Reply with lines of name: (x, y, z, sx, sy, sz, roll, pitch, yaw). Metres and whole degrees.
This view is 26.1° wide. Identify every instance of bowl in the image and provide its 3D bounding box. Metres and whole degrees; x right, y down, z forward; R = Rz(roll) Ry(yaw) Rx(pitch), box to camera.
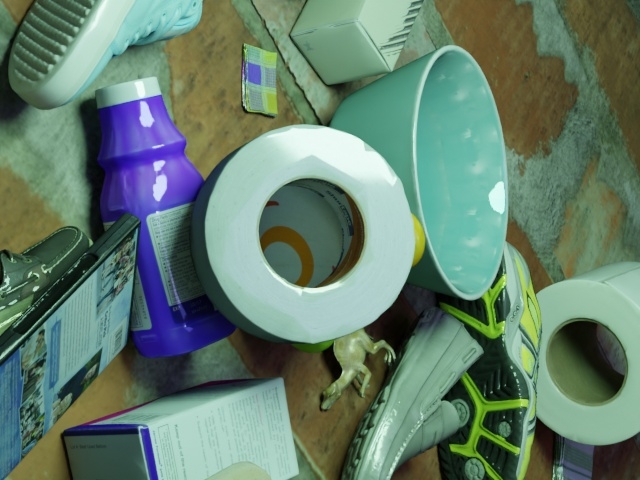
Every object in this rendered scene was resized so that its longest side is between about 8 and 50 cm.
bowl: (0.106, -0.078, 1.705, 0.311, 0.163, 0.311, 11, 78, -63)

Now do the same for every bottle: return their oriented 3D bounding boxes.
bottle: (-0.168, -0.025, 1.429, 0.118, 0.092, 0.282, -23, 101, -52)

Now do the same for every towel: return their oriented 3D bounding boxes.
towel: (-0.071, -0.190, 1.649, 0.060, 0.009, 0.083, 10, 76, -50)
towel: (0.395, 0.353, 2.132, 0.113, 0.023, 0.152, 26, 64, -46)

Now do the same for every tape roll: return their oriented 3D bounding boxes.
tape roll: (0.425, 0.162, 2.027, 0.169, 0.246, 0.246, -13, 94, -52)
tape roll: (-0.018, -0.005, 1.394, 0.219, 0.072, 0.219, 1, 85, -17)

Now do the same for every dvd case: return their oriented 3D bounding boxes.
dvd case: (-0.247, 0.107, 1.277, 0.253, 0.022, 0.180, -50, 161, -43)

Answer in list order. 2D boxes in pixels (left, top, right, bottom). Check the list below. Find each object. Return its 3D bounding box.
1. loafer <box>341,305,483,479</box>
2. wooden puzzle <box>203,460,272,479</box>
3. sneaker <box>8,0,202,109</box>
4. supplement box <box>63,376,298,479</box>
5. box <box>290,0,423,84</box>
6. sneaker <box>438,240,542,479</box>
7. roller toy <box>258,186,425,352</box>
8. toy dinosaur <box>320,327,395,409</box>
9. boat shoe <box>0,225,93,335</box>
loafer: (0.120, 0.215, 1.720, 0.111, 0.112, 0.319, 32, 51, -1)
wooden puzzle: (-0.191, 0.392, 1.266, 0.322, 0.080, 0.347, -23, 130, -47)
sneaker: (-0.183, -0.247, 1.418, 0.150, 0.135, 0.366, 48, 50, -32)
supplement box: (-0.137, 0.216, 1.410, 0.220, 0.111, 0.113, -15, 96, -52)
box: (0.070, -0.332, 1.775, 0.094, 0.113, 0.275, 51, 49, -35)
sneaker: (0.251, 0.181, 1.886, 0.147, 0.145, 0.384, 18, 71, -49)
roller toy: (0.000, 0.000, 1.553, 0.191, 0.209, 0.146, 49, 38, 11)
toy dinosaur: (0.046, 0.126, 1.707, 0.093, 0.053, 0.183, 30, 61, -44)
boat shoe: (-0.293, 0.043, 1.269, 0.223, 0.080, 0.073, -46, 124, -40)
